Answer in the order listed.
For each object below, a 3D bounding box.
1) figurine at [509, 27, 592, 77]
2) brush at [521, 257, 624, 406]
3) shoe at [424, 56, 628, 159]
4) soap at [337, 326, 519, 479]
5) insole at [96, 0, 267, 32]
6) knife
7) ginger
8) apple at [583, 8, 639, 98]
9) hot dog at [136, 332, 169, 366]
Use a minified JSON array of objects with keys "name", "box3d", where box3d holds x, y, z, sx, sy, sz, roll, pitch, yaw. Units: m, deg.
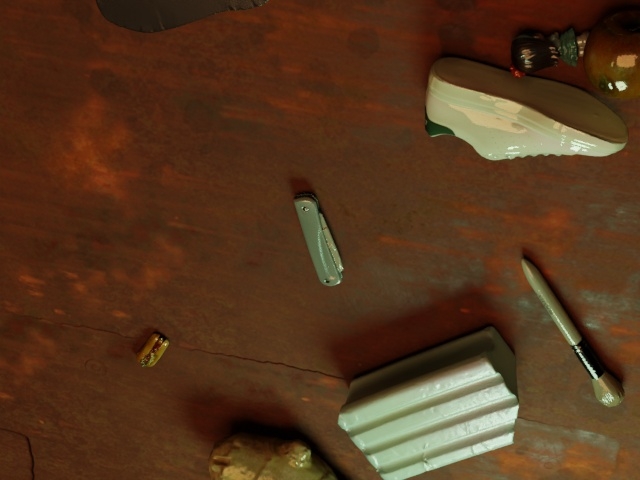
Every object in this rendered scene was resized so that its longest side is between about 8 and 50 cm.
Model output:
[{"name":"figurine","box3d":[0.290,-0.236,1.379,0.106,0.047,0.060,-7,141,9]},{"name":"brush","box3d":[0.376,0.137,1.633,0.042,0.039,0.299,-25,112,24]},{"name":"shoe","box3d":[0.258,-0.150,1.424,0.265,0.095,0.110,22,133,6]},{"name":"soap","box3d":[0.184,0.263,1.731,0.289,0.095,0.173,-26,114,28]},{"name":"insole","box3d":[-0.183,-0.325,1.463,0.253,0.005,0.086,-4,124,18]},{"name":"knife","box3d":[0.000,0.000,1.635,0.044,0.023,0.162,-5,124,21]},{"name":"ginger","box3d":[-0.034,0.442,1.904,0.354,0.126,0.190,38,115,-17]},{"name":"apple","box3d":[0.375,-0.220,1.323,0.114,0.099,0.102,-23,135,-19]},{"name":"hot dog","box3d":[-0.285,0.188,1.846,0.037,0.021,0.083,31,125,-7]}]
